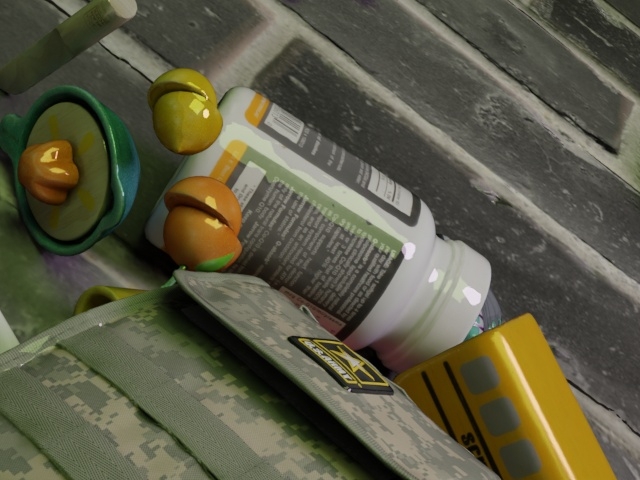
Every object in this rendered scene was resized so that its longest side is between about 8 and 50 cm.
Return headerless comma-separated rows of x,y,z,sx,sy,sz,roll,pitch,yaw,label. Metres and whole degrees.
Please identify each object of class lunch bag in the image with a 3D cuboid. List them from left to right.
-0.049,0.141,0.552,0.235,0.169,0.287,37,45,28,lunch bag

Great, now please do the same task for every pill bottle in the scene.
0.000,0.000,0.865,0.278,0.162,0.162,32,40,-10,pill bottle

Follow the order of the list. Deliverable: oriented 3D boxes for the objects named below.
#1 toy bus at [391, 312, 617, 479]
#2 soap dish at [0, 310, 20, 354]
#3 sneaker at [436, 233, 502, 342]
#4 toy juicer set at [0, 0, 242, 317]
0.171,0.234,0.747,0.108,0.130,0.333,-8,71,-61,toy bus
-0.330,0.081,0.561,0.291,0.118,0.229,-17,65,-46,soap dish
0.151,0.090,0.964,0.098,0.083,0.224,25,40,-24,sneaker
-0.176,-0.078,0.762,0.089,0.209,0.329,-2,55,-50,toy juicer set
